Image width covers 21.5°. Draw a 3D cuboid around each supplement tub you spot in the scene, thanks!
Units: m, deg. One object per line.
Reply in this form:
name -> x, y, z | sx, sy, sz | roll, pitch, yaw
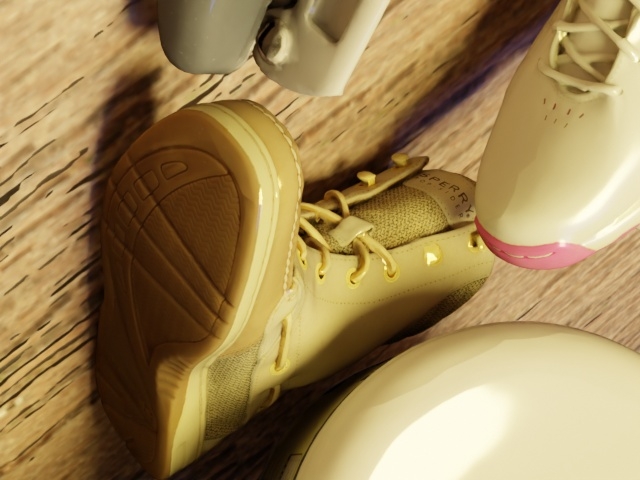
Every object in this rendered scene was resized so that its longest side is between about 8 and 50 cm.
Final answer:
supplement tub -> 0.081, 0.173, 0.916 | 0.235, 0.235, 0.325 | -38, 178, -10

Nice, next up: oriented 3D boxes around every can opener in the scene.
can opener -> 0.022, -0.179, 0.647 | 0.095, 0.076, 0.283 | -8, 134, -47

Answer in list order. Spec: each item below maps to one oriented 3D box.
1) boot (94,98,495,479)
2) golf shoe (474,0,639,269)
boot -> 0.000, 0.000, 0.820 | 0.203, 0.095, 0.262 | -25, 152, -28
golf shoe -> 0.159, -0.130, 0.836 | 0.306, 0.115, 0.140 | -56, 140, -13
